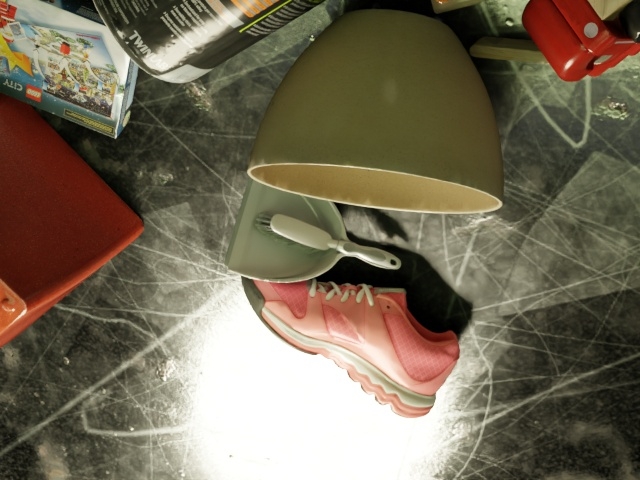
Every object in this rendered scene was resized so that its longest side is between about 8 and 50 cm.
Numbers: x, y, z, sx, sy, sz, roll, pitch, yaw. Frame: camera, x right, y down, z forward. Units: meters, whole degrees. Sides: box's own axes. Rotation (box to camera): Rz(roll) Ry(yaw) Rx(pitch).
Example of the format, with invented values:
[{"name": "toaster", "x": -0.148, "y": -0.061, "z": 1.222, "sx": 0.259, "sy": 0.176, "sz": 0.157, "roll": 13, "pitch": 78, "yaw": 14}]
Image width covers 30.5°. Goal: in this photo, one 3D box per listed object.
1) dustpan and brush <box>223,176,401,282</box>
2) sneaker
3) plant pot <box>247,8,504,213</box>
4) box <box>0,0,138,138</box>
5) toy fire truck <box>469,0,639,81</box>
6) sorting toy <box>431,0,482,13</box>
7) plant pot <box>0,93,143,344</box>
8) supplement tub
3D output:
[{"name": "dustpan and brush", "x": 0.000, "y": 0.000, "z": 1.483, "sx": 0.211, "sy": 0.147, "sz": 0.060, "roll": 20, "pitch": 166, "yaw": -21}, {"name": "sneaker", "x": 0.045, "y": 0.096, "z": 1.535, "sx": 0.314, "sy": 0.116, "sz": 0.136, "roll": 33, "pitch": 107, "yaw": -8}, {"name": "plant pot", "x": 0.071, "y": -0.147, "z": 1.309, "sx": 0.284, "sy": 0.284, "sz": 0.190, "roll": 6, "pitch": 83, "yaw": 12}, {"name": "box", "x": -0.341, "y": -0.240, "z": 1.458, "sx": 0.233, "sy": 0.044, "sz": 0.159, "roll": 22, "pitch": 132, "yaw": 3}, {"name": "toy fire truck", "x": 0.266, "y": -0.225, "z": 1.229, "sx": 0.246, "sy": 0.217, "sz": 0.158, "roll": -42, "pitch": 73, "yaw": 35}, {"name": "sorting toy", "x": 0.137, "y": -0.288, "z": 1.332, "sx": 0.083, "sy": 0.012, "sz": 0.062, "roll": -11, "pitch": 115, "yaw": 20}, {"name": "plant pot", "x": -0.442, "y": 0.010, "z": 1.527, "sx": 0.267, "sy": 0.235, "sz": 0.267, "roll": -36, "pitch": 104, "yaw": 28}, {"name": "supplement tub", "x": -0.080, "y": -0.320, "z": 1.269, "sx": 0.316, "sy": 0.193, "sz": 0.193, "roll": -26, "pitch": 109, "yaw": 26}]
